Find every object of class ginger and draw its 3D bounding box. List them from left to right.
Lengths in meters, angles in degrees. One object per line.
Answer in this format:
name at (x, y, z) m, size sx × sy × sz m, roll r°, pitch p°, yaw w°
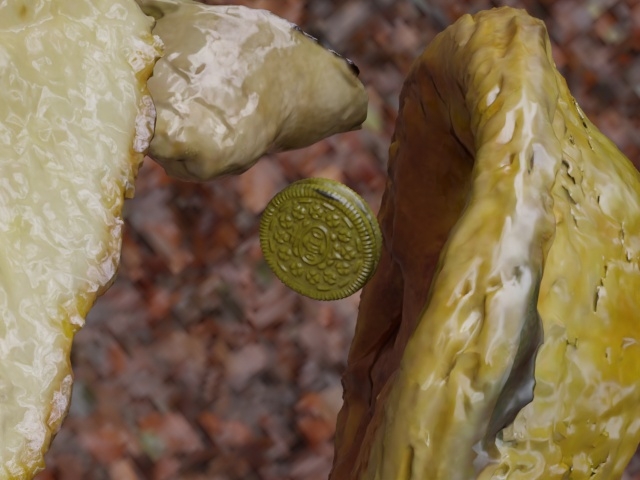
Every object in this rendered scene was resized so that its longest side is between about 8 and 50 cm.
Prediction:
ginger at (-0.047, -0.077, 1.196) m, size 0.193 × 0.115 × 0.123 m, roll 16°, pitch 53°, yaw -29°

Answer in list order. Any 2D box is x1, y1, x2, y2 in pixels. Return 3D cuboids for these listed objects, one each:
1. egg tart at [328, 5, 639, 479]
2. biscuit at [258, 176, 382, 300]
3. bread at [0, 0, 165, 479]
egg tart at (0.113, 0.069, 1.266) m, size 0.178 × 0.443 × 0.443 m, roll 12°, pitch 37°, yaw -3°
biscuit at (0.000, 0.000, 1.262) m, size 0.084 × 0.084 × 0.023 m, roll 50°, pitch 35°, yaw -3°
bread at (-0.234, -0.019, 0.752) m, size 0.207 × 0.279 × 0.279 m, roll 50°, pitch 40°, yaw -33°
